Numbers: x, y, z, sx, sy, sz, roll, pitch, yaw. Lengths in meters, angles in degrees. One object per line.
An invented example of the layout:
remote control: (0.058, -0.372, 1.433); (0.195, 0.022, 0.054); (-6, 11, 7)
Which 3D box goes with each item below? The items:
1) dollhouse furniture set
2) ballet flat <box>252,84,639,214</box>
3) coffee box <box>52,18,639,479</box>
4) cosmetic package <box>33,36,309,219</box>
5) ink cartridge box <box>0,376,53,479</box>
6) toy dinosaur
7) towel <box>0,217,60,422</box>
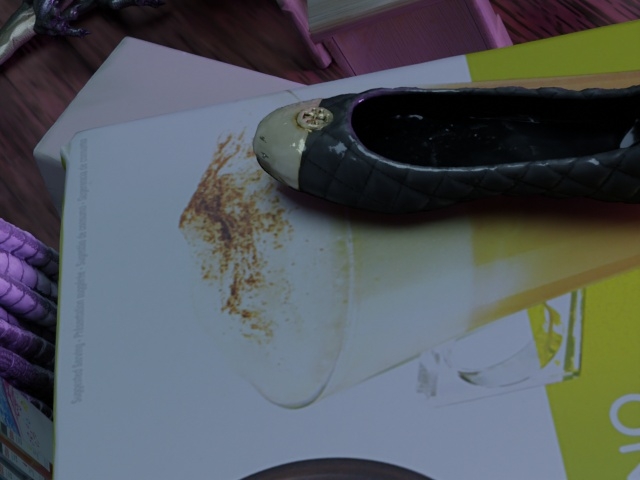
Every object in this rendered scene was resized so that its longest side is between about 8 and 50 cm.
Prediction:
dollhouse furniture set: (0.066, -0.200, 0.967); (0.212, 0.161, 0.242); (-15, 55, 17)
ballet flat: (0.059, -0.041, 0.499); (0.173, 0.049, 0.057); (1, 49, 15)
coffee box: (0.093, 0.155, 0.582); (0.334, 0.338, 0.337); (-10, 48, 4)
cosmetic package: (0.000, 0.000, 0.849); (0.309, 0.160, 0.113); (17, 56, 25)
ink cartridge box: (-0.179, 0.137, 0.626); (0.128, 0.176, 0.127); (-35, 30, 11)
toy dinosaur: (-0.200, -0.191, 1.114); (0.118, 0.064, 0.268); (18, 56, 42)
towel: (-0.276, 0.057, 0.797); (0.235, 0.283, 0.121); (-4, 74, 14)
